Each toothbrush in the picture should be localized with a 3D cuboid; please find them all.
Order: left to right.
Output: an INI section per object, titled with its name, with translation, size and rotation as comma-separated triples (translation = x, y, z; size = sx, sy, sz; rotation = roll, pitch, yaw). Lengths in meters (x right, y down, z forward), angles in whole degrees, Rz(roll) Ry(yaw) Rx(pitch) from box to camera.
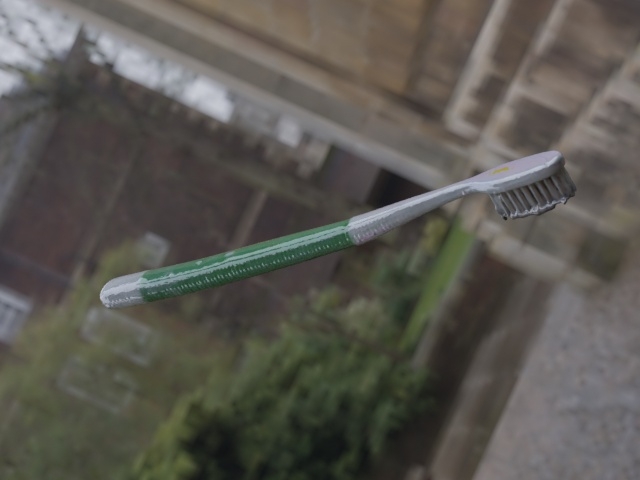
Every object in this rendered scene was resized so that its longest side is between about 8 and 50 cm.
[toothbrush]
translation = 0.000, 0.000, 0.896
size = 0.257, 0.024, 0.018
rotation = -15, 29, 33
